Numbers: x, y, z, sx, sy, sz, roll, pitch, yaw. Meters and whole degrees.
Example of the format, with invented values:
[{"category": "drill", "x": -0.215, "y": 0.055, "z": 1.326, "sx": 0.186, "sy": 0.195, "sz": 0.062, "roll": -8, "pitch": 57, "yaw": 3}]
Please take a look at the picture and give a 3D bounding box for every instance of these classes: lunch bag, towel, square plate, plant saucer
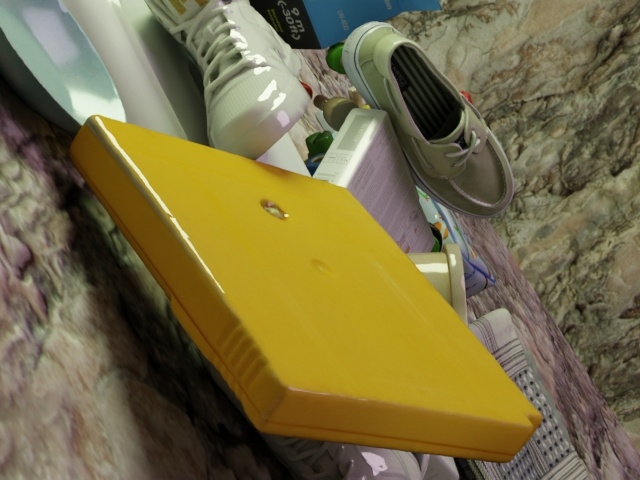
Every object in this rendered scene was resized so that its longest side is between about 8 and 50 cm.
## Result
[{"category": "lunch bag", "x": 0.131, "y": -0.035, "z": 2.211, "sx": 0.303, "sy": 0.115, "sz": 0.243, "roll": 61, "pitch": 10, "yaw": 22}, {"category": "towel", "x": 0.248, "y": 0.244, "z": 1.905, "sx": 0.312, "sy": 0.056, "sz": 0.324, "roll": 63, "pitch": 24, "yaw": 6}, {"category": "square plate", "x": -0.109, "y": -0.118, "z": 1.494, "sx": 0.347, "sy": 0.049, "sz": 0.344, "roll": 62, "pitch": 20, "yaw": 15}, {"category": "plant saucer", "x": -0.226, "y": -0.150, "z": 1.217, "sx": 0.195, "sy": 0.037, "sz": 0.195, "roll": 54, "pitch": 12, "yaw": -16}]

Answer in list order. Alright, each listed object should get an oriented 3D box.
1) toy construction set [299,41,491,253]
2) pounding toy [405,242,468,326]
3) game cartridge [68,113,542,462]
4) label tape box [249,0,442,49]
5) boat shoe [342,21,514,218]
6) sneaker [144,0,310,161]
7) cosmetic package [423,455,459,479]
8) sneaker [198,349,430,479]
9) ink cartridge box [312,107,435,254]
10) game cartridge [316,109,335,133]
[{"category": "toy construction set", "x": 0.037, "y": -0.132, "z": 1.913, "sx": 0.309, "sy": 0.257, "sz": 0.237, "roll": 43, "pitch": -2, "yaw": -31}, {"category": "pounding toy", "x": 0.069, "y": 0.091, "z": 1.543, "sx": 0.154, "sy": 0.155, "sz": 0.269, "roll": -94, "pitch": -178, "yaw": -47}, {"category": "game cartridge", "x": -0.010, "y": 0.039, "z": 1.149, "sx": 0.285, "sy": 0.052, "sz": 0.323, "roll": 14, "pitch": 28, "yaw": -43}, {"category": "label tape box", "x": -0.039, "y": -0.353, "z": 1.801, "sx": 0.334, "sy": 0.106, "sz": 0.240, "roll": 10, "pitch": -51, "yaw": 52}, {"category": "boat shoe", "x": 0.134, "y": -0.125, "z": 1.767, "sx": 0.302, "sy": 0.109, "sz": 0.094, "roll": 46, "pitch": -4, "yaw": -30}, {"category": "sneaker", "x": -0.098, "y": -0.170, "z": 1.384, "sx": 0.169, "sy": 0.108, "sz": 0.292, "roll": 50, "pitch": 10, "yaw": -17}, {"category": "cosmetic package", "x": 0.027, "y": 0.138, "z": 1.393, "sx": 0.231, "sy": 0.085, "sz": 0.117, "roll": 48, "pitch": 15, "yaw": -33}, {"category": "sneaker", "x": 0.005, "y": 0.152, "z": 1.235, "sx": 0.292, "sy": 0.110, "sz": 0.118, "roll": 46, "pitch": 28, "yaw": -37}, {"category": "ink cartridge box", "x": 0.052, "y": -0.011, "z": 1.759, "sx": 0.181, "sy": 0.056, "sz": 0.224, "roll": -61, "pitch": 146, "yaw": -32}, {"category": "game cartridge", "x": 0.022, "y": -0.162, "z": 2.325, "sx": 0.083, "sy": 0.017, "sz": 0.056, "roll": 57, "pitch": 8, "yaw": 0}]
